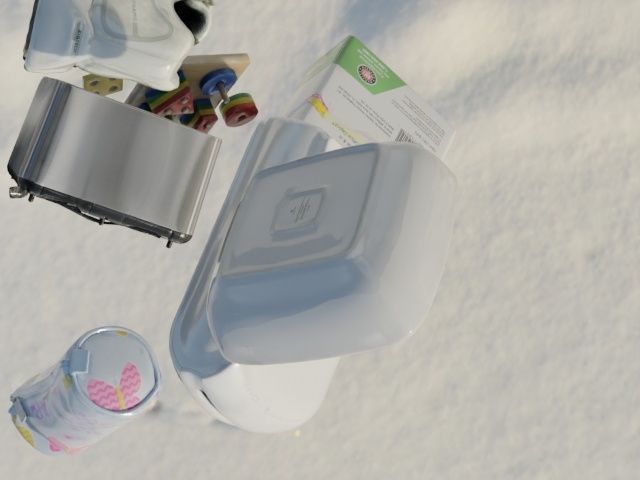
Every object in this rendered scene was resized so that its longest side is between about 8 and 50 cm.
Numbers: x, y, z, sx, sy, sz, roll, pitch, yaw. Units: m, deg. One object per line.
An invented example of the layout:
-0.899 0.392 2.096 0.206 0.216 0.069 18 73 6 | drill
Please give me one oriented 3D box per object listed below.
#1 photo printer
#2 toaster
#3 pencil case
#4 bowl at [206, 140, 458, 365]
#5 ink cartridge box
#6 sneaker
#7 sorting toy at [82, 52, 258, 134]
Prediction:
-0.041 0.054 1.443 0.107 0.308 0.256 16 166 25 | photo printer
-0.193 -0.072 1.221 0.168 0.185 0.110 18 92 -17 | toaster
-0.296 0.189 1.663 0.124 0.114 0.273 30 150 -18 | pencil case
0.000 0.000 0.767 0.142 0.142 0.053 -11 133 30 | bowl
0.030 -0.095 1.734 0.201 0.278 0.117 41 142 -15 | ink cartridge box
-0.135 -0.193 1.010 0.118 0.292 0.110 16 123 -6 | sneaker
-0.168 -0.164 1.593 0.132 0.274 0.046 -45 62 46 | sorting toy
